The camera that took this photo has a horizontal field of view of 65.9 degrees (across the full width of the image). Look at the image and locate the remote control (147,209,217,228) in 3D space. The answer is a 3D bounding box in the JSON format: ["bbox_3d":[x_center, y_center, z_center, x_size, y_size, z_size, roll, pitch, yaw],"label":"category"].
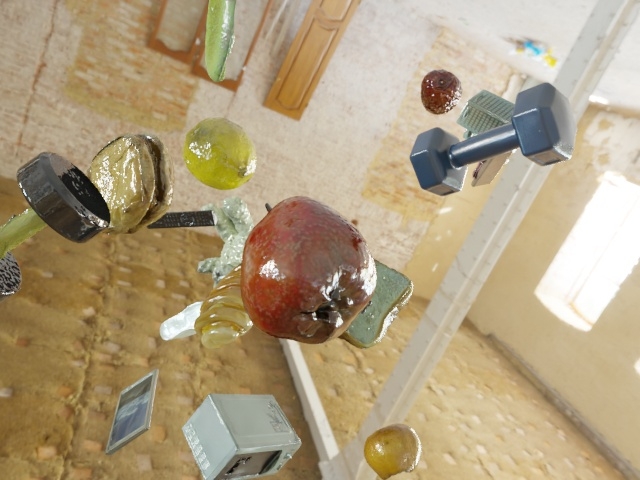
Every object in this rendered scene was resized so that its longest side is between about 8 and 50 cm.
[{"bbox_3d":[-0.467,-0.072,1.640,0.246,0.063,0.025,-1,-144,8],"label":"remote control"}]

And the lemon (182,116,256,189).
[{"bbox_3d":[-0.377,-0.321,1.861,0.269,0.268,0.321,11,-151,-39],"label":"lemon"}]

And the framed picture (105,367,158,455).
[{"bbox_3d":[-0.640,0.583,1.697,0.023,0.189,0.259,48,-164,-31],"label":"framed picture"}]

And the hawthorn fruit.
[{"bbox_3d":[-0.049,0.036,1.053,0.285,0.284,0.368,9,-140,-42],"label":"hawthorn fruit"}]

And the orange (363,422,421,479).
[{"bbox_3d":[0.196,0.567,1.326,0.157,0.156,0.134,14,-143,-31],"label":"orange"}]

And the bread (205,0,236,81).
[{"bbox_3d":[-0.264,-0.557,1.280,0.045,0.301,0.301,3,-157,-21],"label":"bread"}]

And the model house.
[{"bbox_3d":[0.671,-0.432,1.882,0.224,0.198,0.215,43,-170,32],"label":"model house"}]

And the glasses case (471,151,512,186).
[{"bbox_3d":[0.590,-0.275,1.771,0.103,0.193,0.070,-13,-119,-17],"label":"glasses case"}]

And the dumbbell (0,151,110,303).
[{"bbox_3d":[-0.638,-0.020,1.046,0.203,0.323,0.204,54,179,2],"label":"dumbbell"}]

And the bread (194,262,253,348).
[{"bbox_3d":[-0.219,0.155,1.303,0.121,0.173,0.311,58,-154,-15],"label":"bread"}]

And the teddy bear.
[{"bbox_3d":[-0.373,0.080,1.929,0.375,0.328,0.362,59,-144,-26],"label":"teddy bear"}]

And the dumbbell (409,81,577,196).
[{"bbox_3d":[0.353,-0.201,1.040,0.325,0.159,0.144,-16,127,46],"label":"dumbbell"}]

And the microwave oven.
[{"bbox_3d":[-0.250,0.626,1.564,0.295,0.181,0.237,23,-161,-50],"label":"microwave oven"}]

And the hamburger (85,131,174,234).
[{"bbox_3d":[-0.503,-0.146,1.301,0.284,0.259,0.145,-15,169,30],"label":"hamburger"}]

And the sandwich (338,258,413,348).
[{"bbox_3d":[0.113,0.166,1.394,0.226,0.251,0.087,30,158,19],"label":"sandwich"}]

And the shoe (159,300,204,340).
[{"bbox_3d":[-0.442,0.282,1.758,0.110,0.265,0.094,19,-129,-66],"label":"shoe"}]

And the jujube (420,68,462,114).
[{"bbox_3d":[0.340,-0.417,1.399,0.176,0.109,0.112,12,-124,-80],"label":"jujube"}]
